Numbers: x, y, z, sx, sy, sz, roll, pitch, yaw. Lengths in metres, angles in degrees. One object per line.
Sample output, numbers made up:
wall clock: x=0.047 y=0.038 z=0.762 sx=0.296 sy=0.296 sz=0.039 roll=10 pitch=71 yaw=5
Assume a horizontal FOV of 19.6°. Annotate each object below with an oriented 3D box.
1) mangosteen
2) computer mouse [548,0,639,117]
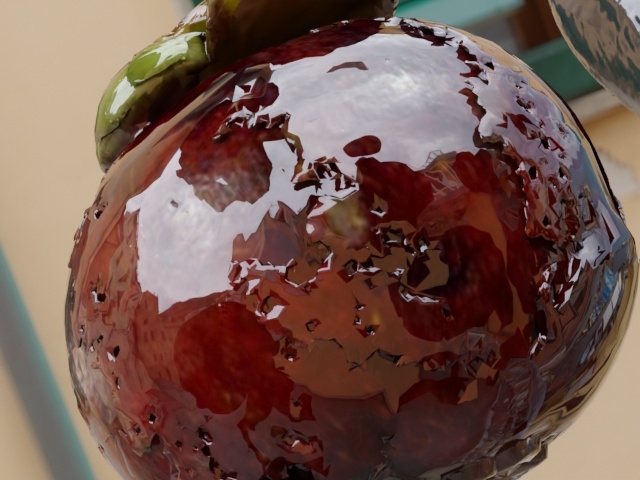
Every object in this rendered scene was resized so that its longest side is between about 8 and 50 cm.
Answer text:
mangosteen: x=0.000 y=0.000 z=0.541 sx=0.166 sy=0.180 sz=0.166 roll=-18 pitch=-30 yaw=-11
computer mouse: x=0.216 y=-0.117 z=0.982 sx=0.138 sy=0.086 sz=0.269 roll=-18 pitch=42 yaw=-16
